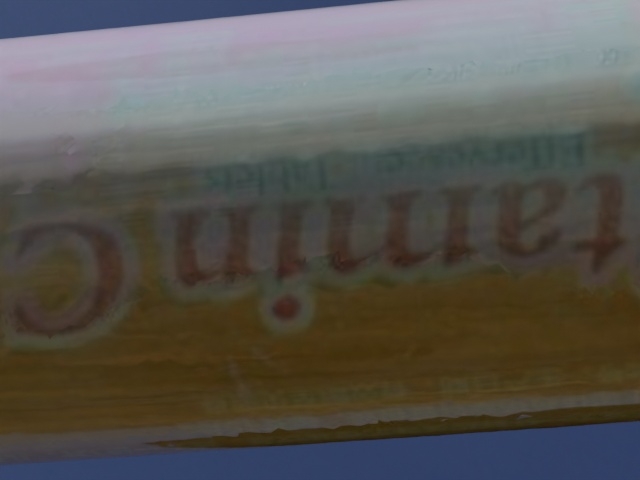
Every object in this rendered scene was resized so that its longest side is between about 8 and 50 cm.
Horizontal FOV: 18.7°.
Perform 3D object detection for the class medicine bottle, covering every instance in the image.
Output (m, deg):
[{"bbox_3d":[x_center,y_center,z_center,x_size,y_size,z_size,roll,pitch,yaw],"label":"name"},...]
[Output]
[{"bbox_3d":[0.000,0.000,0.405,0.426,0.108,0.108,-4,-66,8],"label":"medicine bottle"}]
